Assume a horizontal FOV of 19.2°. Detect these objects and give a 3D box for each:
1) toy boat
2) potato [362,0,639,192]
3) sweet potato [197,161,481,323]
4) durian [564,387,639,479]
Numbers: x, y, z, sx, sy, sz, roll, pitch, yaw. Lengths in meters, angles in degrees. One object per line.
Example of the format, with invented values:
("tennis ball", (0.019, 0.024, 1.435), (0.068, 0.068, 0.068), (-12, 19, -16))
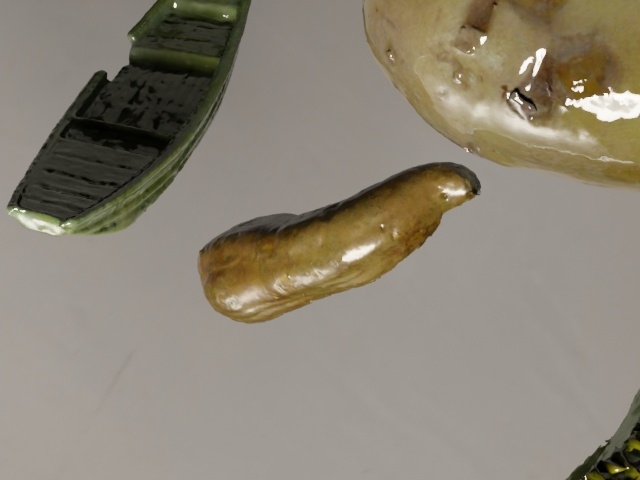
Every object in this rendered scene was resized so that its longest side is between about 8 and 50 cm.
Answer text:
("toy boat", (-0.126, -0.080, 1.278), (0.093, 0.055, 0.293), (12, 40, 15))
("potato", (0.148, -0.104, 0.935), (0.262, 0.165, 0.165), (0, 72, 18))
("sweet potato", (-0.001, 0.003, 1.216), (0.062, 0.233, 0.081), (51, 46, -19))
("durian", (0.233, 0.068, 0.956), (0.375, 0.132, 0.107), (-34, 81, -38))
